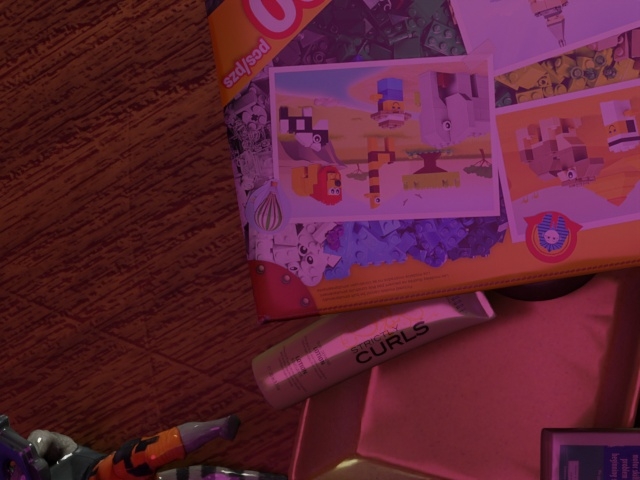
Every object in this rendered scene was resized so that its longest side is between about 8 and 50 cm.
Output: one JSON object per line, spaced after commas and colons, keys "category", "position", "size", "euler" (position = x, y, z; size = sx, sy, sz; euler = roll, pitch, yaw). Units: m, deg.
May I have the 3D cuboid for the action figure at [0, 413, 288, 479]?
{"category": "action figure", "position": [-0.208, 0.314, 1.970], "size": [0.330, 0.178, 0.341], "euler": [0, 112, 29]}

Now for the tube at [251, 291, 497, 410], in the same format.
{"category": "tube", "position": [0.046, 0.086, 1.812], "size": [0.240, 0.070, 0.062], "euler": [-28, 36, 15]}

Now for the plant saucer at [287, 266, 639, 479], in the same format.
{"category": "plant saucer", "position": [0.160, 0.129, 1.839], "size": [0.333, 0.081, 0.333], "euler": [13, 94, 21]}

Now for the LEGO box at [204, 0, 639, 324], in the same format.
{"category": "LEGO box", "position": [0.174, -0.148, 1.645], "size": [0.500, 0.193, 0.372], "euler": [-10, 90, 17]}

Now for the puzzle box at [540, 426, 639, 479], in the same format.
{"category": "puzzle box", "position": [0.338, 0.375, 1.724], "size": [0.272, 0.052, 0.409], "euler": [1, 90, -5]}

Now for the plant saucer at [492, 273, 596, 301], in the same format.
{"category": "plant saucer", "position": [0.199, -0.026, 1.766], "size": [0.168, 0.029, 0.168], "euler": [0, 89, 21]}
